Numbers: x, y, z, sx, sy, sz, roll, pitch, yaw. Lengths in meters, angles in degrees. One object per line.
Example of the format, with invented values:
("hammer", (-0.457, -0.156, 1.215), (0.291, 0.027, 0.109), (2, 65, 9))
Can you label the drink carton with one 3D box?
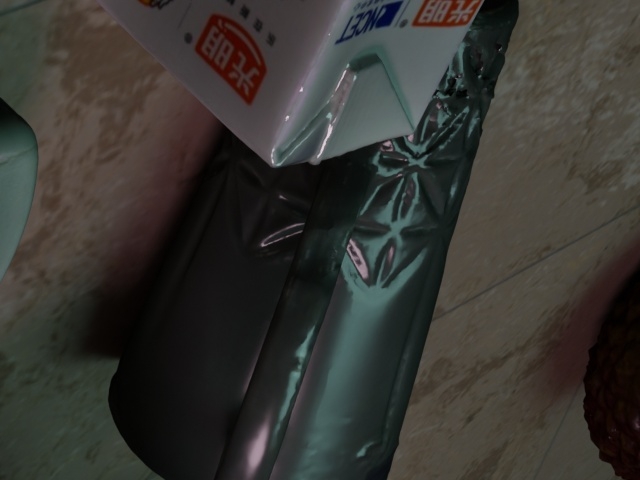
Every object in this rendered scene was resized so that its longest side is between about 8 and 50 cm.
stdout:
("drink carton", (0.031, -0.189, 0.724), (0.106, 0.130, 0.315), (-14, 140, -46))

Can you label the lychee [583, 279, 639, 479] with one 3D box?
("lychee", (0.331, 0.112, 1.525), (0.236, 0.236, 0.271), (22, 85, -63))

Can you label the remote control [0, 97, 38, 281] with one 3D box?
("remote control", (-0.233, 0.016, 0.706), (0.296, 0.056, 0.140), (-17, 144, -48))

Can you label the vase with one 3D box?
("vase", (0.000, 0.000, 0.935), (0.251, 0.156, 0.301), (-75, -176, -61))
